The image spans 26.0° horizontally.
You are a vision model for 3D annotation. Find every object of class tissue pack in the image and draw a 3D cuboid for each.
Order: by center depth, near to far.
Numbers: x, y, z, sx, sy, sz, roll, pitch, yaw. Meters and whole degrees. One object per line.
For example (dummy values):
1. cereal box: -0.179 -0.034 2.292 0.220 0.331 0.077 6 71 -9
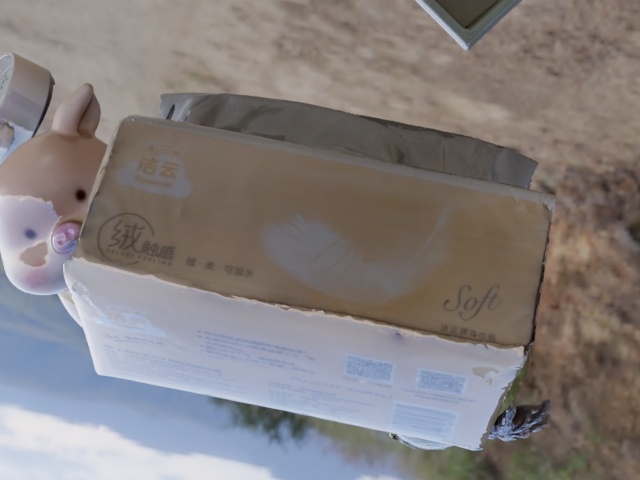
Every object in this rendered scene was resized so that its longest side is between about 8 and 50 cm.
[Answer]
1. tissue pack: 0.000 0.000 0.999 0.306 0.238 0.238 11 177 3

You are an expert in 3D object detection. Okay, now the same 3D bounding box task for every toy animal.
1. toy animal: -0.191 0.004 1.242 0.248 0.165 0.149 52 173 -35

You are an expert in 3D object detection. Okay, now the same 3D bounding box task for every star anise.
1. star anise: 0.228 0.228 1.748 0.141 0.042 0.141 1 161 1

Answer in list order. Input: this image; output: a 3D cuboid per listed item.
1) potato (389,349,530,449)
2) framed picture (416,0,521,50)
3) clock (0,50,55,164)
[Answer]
1. potato: 0.116 0.131 1.622 0.203 0.218 0.351 -33 177 -20
2. framed picture: 0.173 -0.363 1.308 0.232 0.315 0.024 48 180 12
3. clock: -0.397 -0.156 1.739 0.063 0.155 0.229 25 -160 -27
